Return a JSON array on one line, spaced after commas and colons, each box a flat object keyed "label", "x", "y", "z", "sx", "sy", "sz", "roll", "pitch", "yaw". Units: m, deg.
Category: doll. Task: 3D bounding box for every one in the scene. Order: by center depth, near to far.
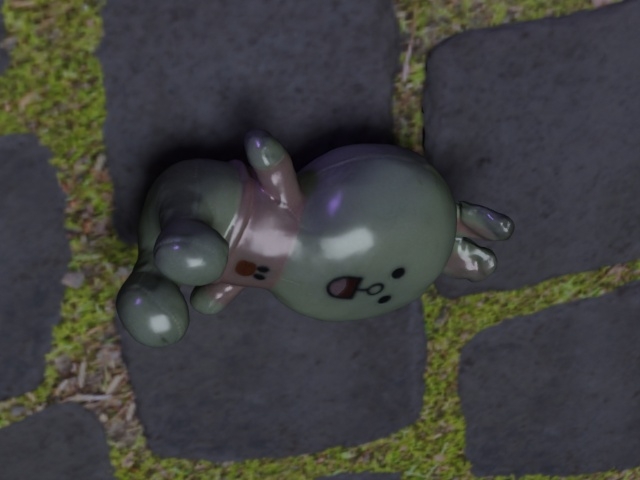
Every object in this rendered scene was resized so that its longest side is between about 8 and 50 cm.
[{"label": "doll", "x": -0.008, "y": -0.009, "z": 1.059, "sx": 0.275, "sy": 0.113, "sz": 0.155, "roll": -6, "pitch": 137, "yaw": -26}]
